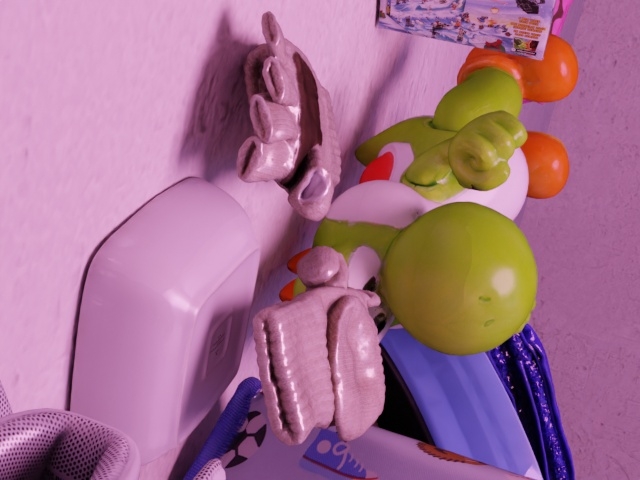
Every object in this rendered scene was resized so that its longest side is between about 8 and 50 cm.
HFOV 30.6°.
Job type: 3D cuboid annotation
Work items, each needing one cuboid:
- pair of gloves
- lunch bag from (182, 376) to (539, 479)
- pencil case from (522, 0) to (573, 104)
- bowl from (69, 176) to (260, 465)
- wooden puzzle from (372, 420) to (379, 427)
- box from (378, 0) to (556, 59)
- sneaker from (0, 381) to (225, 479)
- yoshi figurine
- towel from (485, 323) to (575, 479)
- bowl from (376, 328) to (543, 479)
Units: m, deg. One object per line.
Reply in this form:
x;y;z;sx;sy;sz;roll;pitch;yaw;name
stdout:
0.000;0.000;0.698;0.204;0.042;0.240;25;57;-74;pair of gloves
0.094;0.302;0.837;0.239;0.328;0.385;-56;140;-27;lunch bag
0.278;-0.280;1.545;0.095;0.098;0.209;73;36;-67;pencil case
-0.078;0.048;0.638;0.142;0.053;0.142;-50;155;-61;bowl
0.047;0.361;1.227;0.348;0.080;0.322;91;-17;-59;wooden puzzle
0.116;-0.196;0.913;0.094;0.137;0.027;92;14;-51;box
-0.099;0.169;0.517;0.366;0.137;0.210;-3;112;-74;sneaker
0.124;-0.019;0.919;0.203;0.203;0.362;-40;-174;46;yoshi figurine
0.156;0.129;1.189;0.308;0.076;0.227;-137;-148;-68;towel
0.119;0.235;1.140;0.391;0.077;0.391;161;-90;-79;bowl
